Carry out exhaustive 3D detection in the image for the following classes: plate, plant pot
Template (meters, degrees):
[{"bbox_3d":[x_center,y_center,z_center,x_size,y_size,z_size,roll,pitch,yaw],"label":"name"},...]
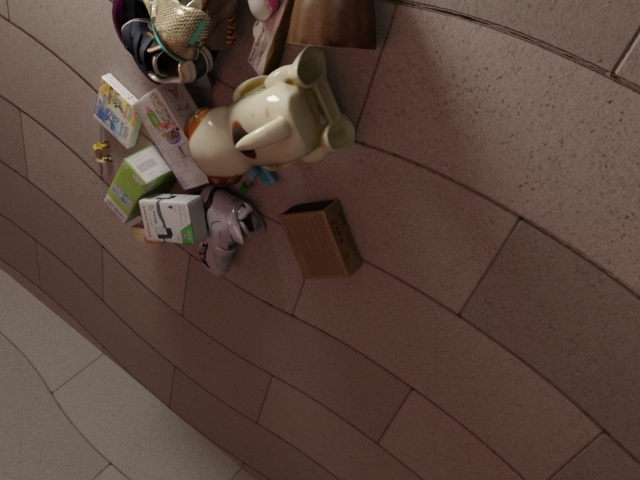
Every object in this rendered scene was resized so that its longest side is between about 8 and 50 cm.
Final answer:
[{"bbox_3d":[-0.408,-0.526,1.830,0.188,0.024,0.188,40,164,14],"label":"plate"},{"bbox_3d":[0.034,-0.570,1.399,0.215,0.215,0.230,16,112,30],"label":"plant pot"}]

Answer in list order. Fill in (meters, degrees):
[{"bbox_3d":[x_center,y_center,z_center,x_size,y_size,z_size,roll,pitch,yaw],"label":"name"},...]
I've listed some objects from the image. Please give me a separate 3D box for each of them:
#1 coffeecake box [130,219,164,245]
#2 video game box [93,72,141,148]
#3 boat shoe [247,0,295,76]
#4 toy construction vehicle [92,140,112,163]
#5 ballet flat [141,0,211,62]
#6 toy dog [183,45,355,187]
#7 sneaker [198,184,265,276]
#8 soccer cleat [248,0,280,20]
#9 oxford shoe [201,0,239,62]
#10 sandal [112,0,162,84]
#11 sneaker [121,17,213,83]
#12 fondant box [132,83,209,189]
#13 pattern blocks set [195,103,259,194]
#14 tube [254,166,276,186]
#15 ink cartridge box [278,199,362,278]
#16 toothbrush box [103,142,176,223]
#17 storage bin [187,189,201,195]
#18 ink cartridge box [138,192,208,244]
[{"bbox_3d":[-0.583,-0.057,2.238,0.142,0.185,0.068,7,123,35],"label":"coffeecake box"},{"bbox_3d":[-0.727,-0.462,2.174,0.187,0.048,0.205,41,136,5],"label":"video game box"},{"bbox_3d":[-0.137,-0.556,1.599,0.096,0.098,0.277,41,137,7],"label":"boat shoe"},{"bbox_3d":[-0.862,-0.345,2.370,0.098,0.035,0.086,5,121,36],"label":"toy construction vehicle"},{"bbox_3d":[-0.401,-0.647,1.599,0.182,0.164,0.483,-49,50,16],"label":"ballet flat"},{"bbox_3d":[-0.168,-0.278,1.623,0.408,0.395,0.284,-11,123,35],"label":"toy dog"},{"bbox_3d":[-0.310,-0.005,2.091,0.210,0.137,0.366,22,127,29],"label":"sneaker"},{"bbox_3d":[-0.154,-0.700,1.431,0.116,0.143,0.331,35,123,43],"label":"soccer cleat"},{"bbox_3d":[-0.263,-0.613,1.654,0.133,0.130,0.363,49,146,-10],"label":"oxford shoe"},{"bbox_3d":[-0.582,-0.691,1.853,0.167,0.107,0.446,6,121,35],"label":"sandal"},{"bbox_3d":[-0.468,-0.538,1.714,0.321,0.127,0.126,25,139,22],"label":"sneaker"},{"bbox_3d":[-0.448,-0.336,1.949,0.238,0.096,0.330,-4,120,55],"label":"fondant box"},{"bbox_3d":[-0.325,-0.295,1.947,0.325,0.026,0.285,53,150,-2],"label":"pattern blocks set"},{"bbox_3d":[-0.207,-0.261,1.898,0.207,0.052,0.080,60,158,-16],"label":"tube"},{"bbox_3d":[0.000,0.000,1.884,0.193,0.088,0.235,-3,117,41],"label":"ink cartridge box"},{"bbox_3d":[-0.622,-0.211,2.148,0.122,0.206,0.283,47,137,1],"label":"toothbrush box"},{"bbox_3d":[-0.453,-0.103,2.152,0.098,0.135,0.091,-9,124,41],"label":"storage bin"},{"bbox_3d":[-0.497,-0.074,2.038,0.208,0.087,0.153,4,113,26],"label":"ink cartridge box"}]
